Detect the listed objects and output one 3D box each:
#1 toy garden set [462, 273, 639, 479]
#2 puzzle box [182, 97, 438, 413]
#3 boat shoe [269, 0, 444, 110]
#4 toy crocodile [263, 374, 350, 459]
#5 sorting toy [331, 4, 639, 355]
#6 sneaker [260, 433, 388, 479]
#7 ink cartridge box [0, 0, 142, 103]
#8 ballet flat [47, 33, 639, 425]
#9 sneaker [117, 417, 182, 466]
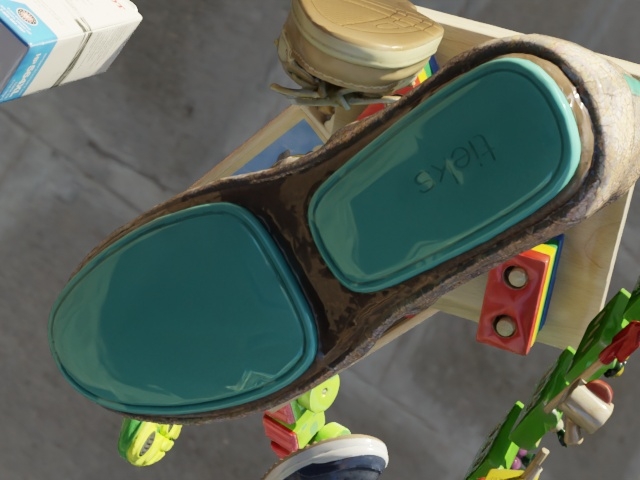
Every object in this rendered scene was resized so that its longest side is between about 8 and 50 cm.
[{"bbox_3d":[0.191,0.123,1.131,0.244,0.049,0.204,-52,177,28],"label":"toy garden set"},{"bbox_3d":[0.000,0.000,1.672,0.272,0.409,0.052,49,37,-6],"label":"puzzle box"},{"bbox_3d":[0.022,-0.128,1.069,0.104,0.285,0.089,21,103,0],"label":"boat shoe"},{"bbox_3d":[-0.038,0.246,2.171,0.105,0.115,0.341,-46,144,-29],"label":"toy crocodile"},{"bbox_3d":[0.118,-0.041,1.260,0.089,0.257,0.255,-45,148,-57],"label":"sorting toy"},{"bbox_3d":[-0.032,0.314,1.503,0.282,0.153,0.099,-36,139,23],"label":"sneaker"},{"bbox_3d":[-0.297,-0.226,1.522,0.086,0.148,0.203,-52,169,27],"label":"ink cartridge box"},{"bbox_3d":[0.013,0.004,0.683,0.106,0.316,0.108,-19,87,-54],"label":"ballet flat"},{"bbox_3d":[-0.235,0.166,2.011,0.109,0.123,0.296,81,10,-52],"label":"sneaker"}]
